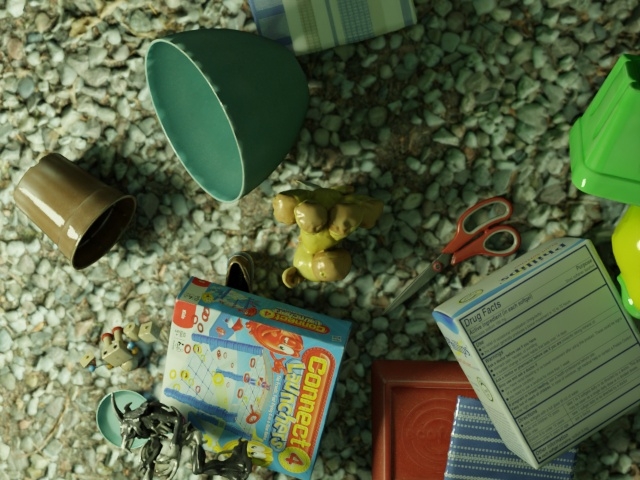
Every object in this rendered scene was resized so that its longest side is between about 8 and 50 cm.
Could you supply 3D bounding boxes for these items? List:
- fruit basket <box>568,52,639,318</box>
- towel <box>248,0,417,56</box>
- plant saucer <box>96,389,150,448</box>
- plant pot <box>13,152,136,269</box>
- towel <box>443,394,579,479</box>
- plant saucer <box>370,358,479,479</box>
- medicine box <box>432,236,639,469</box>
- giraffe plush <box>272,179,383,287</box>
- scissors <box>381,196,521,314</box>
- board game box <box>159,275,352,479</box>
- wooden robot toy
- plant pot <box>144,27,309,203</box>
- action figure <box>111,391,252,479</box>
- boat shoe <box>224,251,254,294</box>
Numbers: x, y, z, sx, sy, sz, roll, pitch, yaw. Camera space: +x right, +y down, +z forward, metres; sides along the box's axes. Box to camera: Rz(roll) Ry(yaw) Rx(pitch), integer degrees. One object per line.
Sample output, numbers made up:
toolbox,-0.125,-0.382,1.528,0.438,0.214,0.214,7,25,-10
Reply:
fruit basket,0.570,-0.068,1.422,0.392,0.283,0.392,6,121,10
towel,0.013,-0.439,1.551,0.285,0.034,0.209,-13,99,12
plant saucer,-0.373,0.343,1.738,0.119,0.021,0.119,1,99,8
plant pot,-0.448,-0.063,1.619,0.165,0.167,0.167,38,102,8
towel,0.332,0.452,1.610,0.243,0.040,0.336,8,95,-9
plant saucer,0.220,0.351,1.642,0.258,0.048,0.259,0,98,8
medicine box,0.379,0.181,1.506,0.263,0.149,0.289,-30,93,-7
giraffe plush,0.000,0.000,1.552,0.181,0.210,0.171,0,106,-17
scissors,0.219,0.026,1.606,0.297,0.021,0.109,-28,97,12
board game box,-0.125,0.251,1.614,0.301,0.086,0.308,15,117,6
wooden robot toy,-0.368,0.210,1.706,0.173,0.076,0.079,-30,129,11
plant pot,-0.134,-0.235,1.505,0.195,0.290,0.290,-31,95,-24
action figure,-0.258,0.367,1.566,0.275,0.164,0.141,24,59,-4
boat shoe,-0.153,0.115,1.646,0.066,0.066,0.183,-4,98,9
